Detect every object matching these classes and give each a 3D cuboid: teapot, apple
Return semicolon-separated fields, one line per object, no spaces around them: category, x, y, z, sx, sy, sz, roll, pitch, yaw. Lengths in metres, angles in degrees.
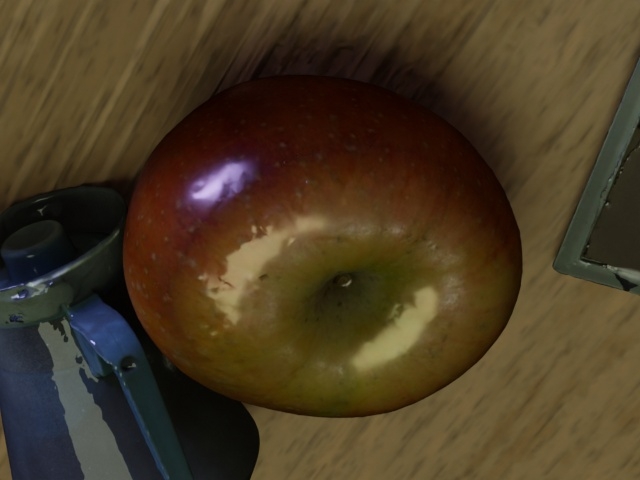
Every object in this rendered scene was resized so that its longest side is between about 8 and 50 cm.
teapot;-0.142;0.093;1.158;0.171;0.203;0.225;-30;118;-18
apple;0.000;0.000;1.068;0.235;0.173;0.210;30;108;-26

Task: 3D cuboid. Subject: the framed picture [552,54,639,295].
framed picture;0.282;-0.057;1.077;0.216;0.016;0.273;16;128;-3
